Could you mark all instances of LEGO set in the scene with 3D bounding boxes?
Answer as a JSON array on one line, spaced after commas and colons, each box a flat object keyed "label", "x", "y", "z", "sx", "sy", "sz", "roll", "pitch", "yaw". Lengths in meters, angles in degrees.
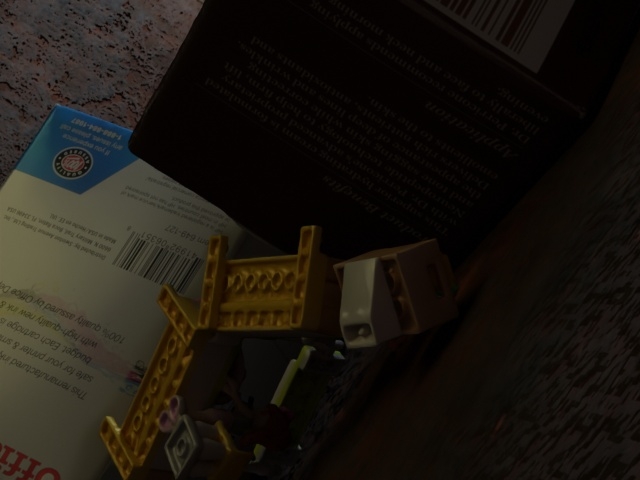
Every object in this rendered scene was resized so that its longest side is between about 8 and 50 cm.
[{"label": "LEGO set", "x": -0.009, "y": 0.068, "z": 0.851, "sx": 0.287, "sy": 0.107, "sz": 0.132, "roll": -49, "pitch": 42, "yaw": 36}]

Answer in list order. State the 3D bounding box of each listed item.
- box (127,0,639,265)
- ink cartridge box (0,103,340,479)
[{"label": "box", "x": 0.039, "y": -0.104, "z": 0.842, "sx": 0.167, "sy": 0.168, "sz": 0.203, "roll": -61, "pitch": 6, "yaw": -36}, {"label": "ink cartridge box", "x": -0.125, "y": 0.075, "z": 1.044, "sx": 0.232, "sy": 0.171, "sz": 0.168, "roll": -58, "pitch": -30, "yaw": -18}]
